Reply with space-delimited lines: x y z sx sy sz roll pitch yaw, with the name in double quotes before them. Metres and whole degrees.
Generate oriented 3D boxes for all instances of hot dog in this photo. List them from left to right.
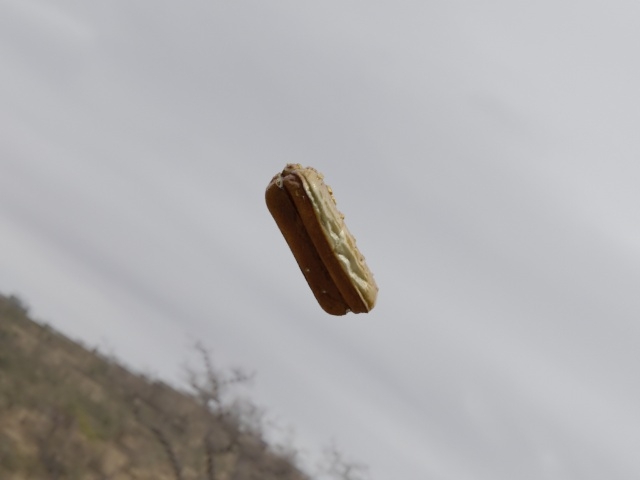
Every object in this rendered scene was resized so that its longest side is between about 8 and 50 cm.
"hot dog" 0.000 0.000 1.535 0.071 0.045 0.165 -10 -68 48
